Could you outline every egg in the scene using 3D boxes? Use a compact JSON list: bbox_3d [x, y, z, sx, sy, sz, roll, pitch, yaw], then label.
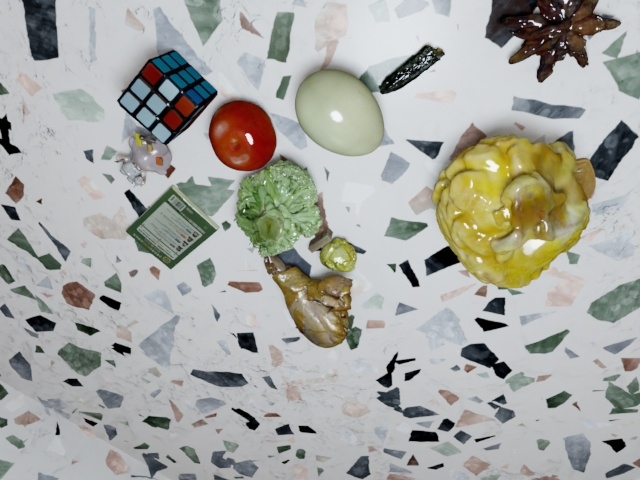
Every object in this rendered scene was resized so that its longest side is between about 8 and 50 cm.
[{"bbox_3d":[0.053,-0.316,1.103,0.254,0.188,0.189,38,119,-18],"label":"egg"}]

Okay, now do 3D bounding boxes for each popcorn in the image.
[{"bbox_3d":[0.057,0.046,1.382,0.116,0.121,0.106,5,92,-37],"label":"popcorn"},{"bbox_3d":[0.475,-0.084,1.115,0.354,0.344,0.389,43,156,29],"label":"popcorn"}]

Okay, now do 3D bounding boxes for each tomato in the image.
[{"bbox_3d":[-0.215,-0.282,1.196,0.196,0.136,0.194,4,122,7],"label":"tomato"}]

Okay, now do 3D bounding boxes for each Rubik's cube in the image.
[{"bbox_3d":[-0.399,-0.378,1.152,0.163,0.160,0.162,-36,111,26],"label":"Rubik's cube"}]

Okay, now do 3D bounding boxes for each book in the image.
[{"bbox_3d":[-0.496,-0.037,1.455,0.264,0.027,0.202,-36,111,25],"label":"book"}]

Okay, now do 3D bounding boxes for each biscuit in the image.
[{"bbox_3d":[0.680,-0.129,1.216,0.142,0.028,0.220,14,123,0],"label":"biscuit"}]

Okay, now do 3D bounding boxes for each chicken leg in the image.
[{"bbox_3d":[-0.022,0.161,1.424,0.409,0.182,0.295,50,135,-2],"label":"chicken leg"}]

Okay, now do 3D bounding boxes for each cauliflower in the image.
[{"bbox_3d":[-0.134,-0.072,1.246,0.273,0.250,0.274,-15,117,14],"label":"cauliflower"}]

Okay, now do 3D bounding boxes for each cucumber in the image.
[{"bbox_3d":[0.225,-0.425,1.095,0.182,0.053,0.053,-33,111,28],"label":"cucumber"}]

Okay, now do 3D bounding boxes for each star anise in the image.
[{"bbox_3d":[0.543,-0.489,0.973,0.273,0.102,0.271,2,120,4],"label":"star anise"}]

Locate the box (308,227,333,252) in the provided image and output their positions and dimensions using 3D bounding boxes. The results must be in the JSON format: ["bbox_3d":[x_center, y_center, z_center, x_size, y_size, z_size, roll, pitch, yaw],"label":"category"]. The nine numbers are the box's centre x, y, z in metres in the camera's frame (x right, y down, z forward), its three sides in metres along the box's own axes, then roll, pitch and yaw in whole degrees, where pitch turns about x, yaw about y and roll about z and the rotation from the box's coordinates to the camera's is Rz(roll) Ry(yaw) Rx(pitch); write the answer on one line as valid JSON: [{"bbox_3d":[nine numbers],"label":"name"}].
[{"bbox_3d":[0.000,0.000,1.385,0.083,0.053,0.024,-32,112,26],"label":"box"}]

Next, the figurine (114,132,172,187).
[{"bbox_3d":[-0.519,-0.241,1.291,0.229,0.112,0.137,-27,107,37],"label":"figurine"}]
